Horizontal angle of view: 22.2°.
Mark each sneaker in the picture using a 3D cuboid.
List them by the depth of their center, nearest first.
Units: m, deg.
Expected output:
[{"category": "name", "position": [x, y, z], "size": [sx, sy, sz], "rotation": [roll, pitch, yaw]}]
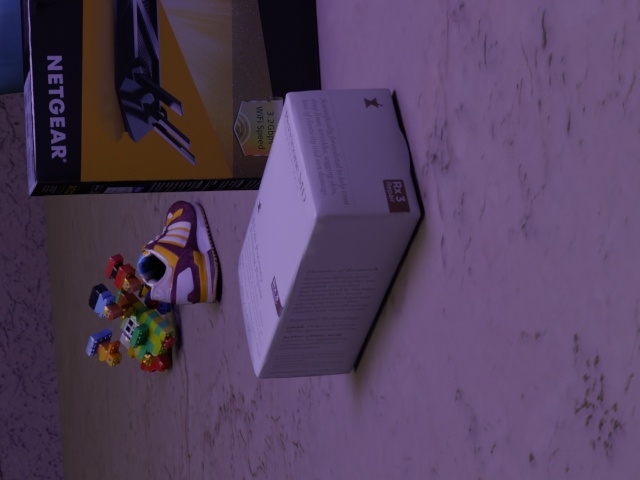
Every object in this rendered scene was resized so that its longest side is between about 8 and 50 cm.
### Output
[{"category": "sneaker", "position": [-0.170, 0.010, 1.856], "size": [0.185, 0.084, 0.069], "rotation": [-118, 30, -58]}]

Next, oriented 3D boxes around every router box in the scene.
[{"category": "router box", "position": [-0.130, -0.195, 1.379], "size": [0.081, 0.243, 0.309], "rotation": [155, 112, -74]}]

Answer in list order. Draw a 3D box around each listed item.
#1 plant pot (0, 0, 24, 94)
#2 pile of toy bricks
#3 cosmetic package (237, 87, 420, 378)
[{"category": "plant pot", "position": [-0.304, -0.325, 2.025], "size": [0.293, 0.235, 0.293], "rotation": [179, 90, -74]}, {"category": "pile of toy bricks", "position": [-0.222, 0.104, 2.065], "size": [0.105, 0.118, 0.212], "rotation": [43, 133, 23]}, {"category": "cosmetic package", "position": [0.000, 0.000, 1.225], "size": [0.231, 0.085, 0.117], "rotation": [107, 156, -53]}]
